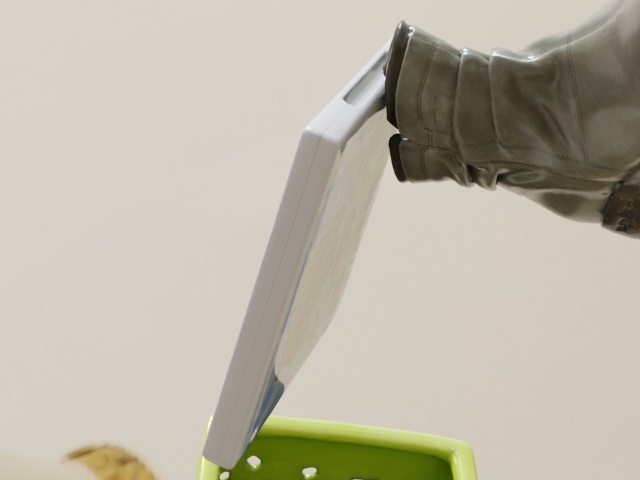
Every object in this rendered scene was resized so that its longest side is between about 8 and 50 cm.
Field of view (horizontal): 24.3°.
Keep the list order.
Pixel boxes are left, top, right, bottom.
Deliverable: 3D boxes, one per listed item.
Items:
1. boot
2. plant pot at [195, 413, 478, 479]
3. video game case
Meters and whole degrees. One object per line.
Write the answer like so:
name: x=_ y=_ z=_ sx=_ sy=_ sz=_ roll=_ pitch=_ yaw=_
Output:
boot: x=0.108 y=-0.082 z=0.748 sx=0.246 sy=0.161 sz=0.083 roll=92 pitch=12 yaw=-60
plant pot: x=0.001 y=0.296 z=1.192 sx=0.227 sy=0.228 sz=0.207 roll=-88 pitch=-173 yaw=-48
video game case: x=0.000 y=0.000 z=0.858 sx=0.023 sy=0.193 sz=0.212 roll=23 pitch=-62 yaw=8
